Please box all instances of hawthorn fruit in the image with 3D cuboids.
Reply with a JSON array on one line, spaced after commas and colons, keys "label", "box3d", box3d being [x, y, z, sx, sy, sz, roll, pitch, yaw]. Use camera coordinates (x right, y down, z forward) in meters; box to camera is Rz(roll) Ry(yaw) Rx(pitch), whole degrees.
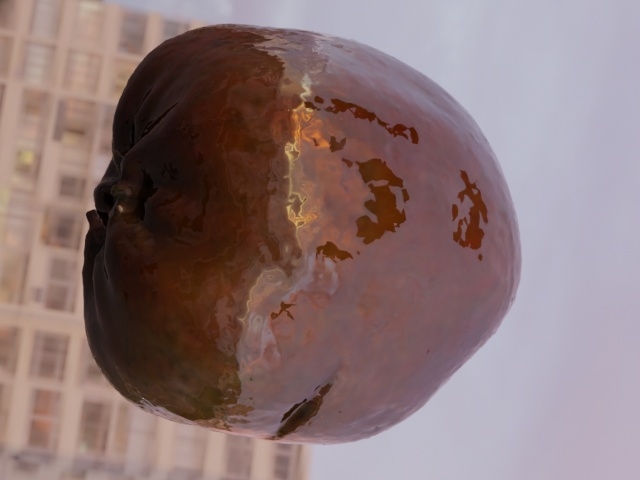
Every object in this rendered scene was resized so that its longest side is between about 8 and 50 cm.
[{"label": "hawthorn fruit", "box3d": [0.000, 0.000, 1.089, 0.268, 0.300, 0.268, -38, -134, 55]}]
